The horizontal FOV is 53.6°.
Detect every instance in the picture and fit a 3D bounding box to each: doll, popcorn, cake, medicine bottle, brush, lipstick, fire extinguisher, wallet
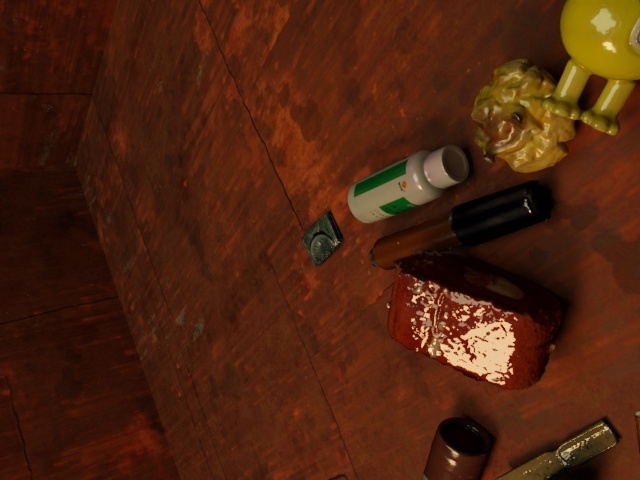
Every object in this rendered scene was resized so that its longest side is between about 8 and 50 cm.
[{"bbox_3d":[0.405,-0.312,0.767,0.199,0.145,0.363,23,114,4],"label":"doll"},{"bbox_3d":[0.294,-0.179,0.929,0.148,0.152,0.167,-1,122,55],"label":"popcorn"},{"bbox_3d":[0.244,0.114,1.026,0.282,0.177,0.151,18,117,28],"label":"cake"},{"bbox_3d":[0.157,-0.104,1.173,0.260,0.095,0.095,-22,81,56],"label":"medicine bottle"},{"bbox_3d":[0.385,0.360,1.039,0.043,0.036,0.248,57,132,22],"label":"brush"},{"bbox_3d":[0.224,-0.014,1.122,0.418,0.077,0.077,-24,79,55],"label":"lipstick"},{"bbox_3d":[0.225,0.509,1.206,0.102,0.138,0.344,23,118,25],"label":"fire extinguisher"},{"bbox_3d":[0.000,0.000,1.472,0.129,0.026,0.088,-46,62,49],"label":"wallet"}]

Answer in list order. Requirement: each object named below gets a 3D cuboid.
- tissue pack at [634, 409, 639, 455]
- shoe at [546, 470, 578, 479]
[{"bbox_3d":[0.512,0.330,0.806,0.183,0.091,0.226,-5,93,54],"label":"tissue pack"},{"bbox_3d":[0.377,0.520,1.005,0.171,0.132,0.337,34,134,30],"label":"shoe"}]
